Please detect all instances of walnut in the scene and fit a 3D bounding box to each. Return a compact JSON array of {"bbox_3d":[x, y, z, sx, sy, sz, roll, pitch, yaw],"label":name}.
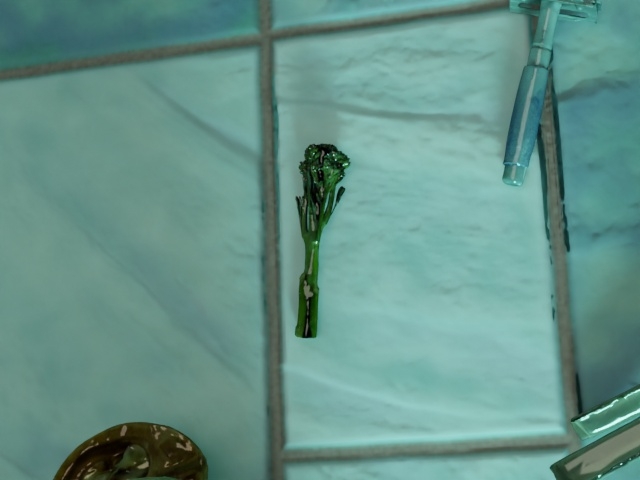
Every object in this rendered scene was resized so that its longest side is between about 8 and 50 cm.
[{"bbox_3d":[-0.127,0.175,0.872,0.121,0.052,0.091,-24,71,7],"label":"walnut"}]

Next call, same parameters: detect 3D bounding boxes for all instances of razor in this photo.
[{"bbox_3d":[0.146,-0.104,0.875,0.068,0.040,0.135,12,88,18],"label":"razor"}]

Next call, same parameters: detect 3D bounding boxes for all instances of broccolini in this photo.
[{"bbox_3d":[0.000,0.000,0.896,0.035,0.030,0.140,5,82,-20],"label":"broccolini"}]

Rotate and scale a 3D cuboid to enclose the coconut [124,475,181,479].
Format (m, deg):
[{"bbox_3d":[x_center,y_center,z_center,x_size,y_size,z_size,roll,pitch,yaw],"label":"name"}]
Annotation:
[{"bbox_3d":[-0.170,0.340,0.676,0.404,0.404,0.404,-3,77,15],"label":"coconut"}]

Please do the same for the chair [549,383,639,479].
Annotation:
[{"bbox_3d":[0.297,0.123,0.699,0.274,0.203,0.190,-33,82,14],"label":"chair"}]
